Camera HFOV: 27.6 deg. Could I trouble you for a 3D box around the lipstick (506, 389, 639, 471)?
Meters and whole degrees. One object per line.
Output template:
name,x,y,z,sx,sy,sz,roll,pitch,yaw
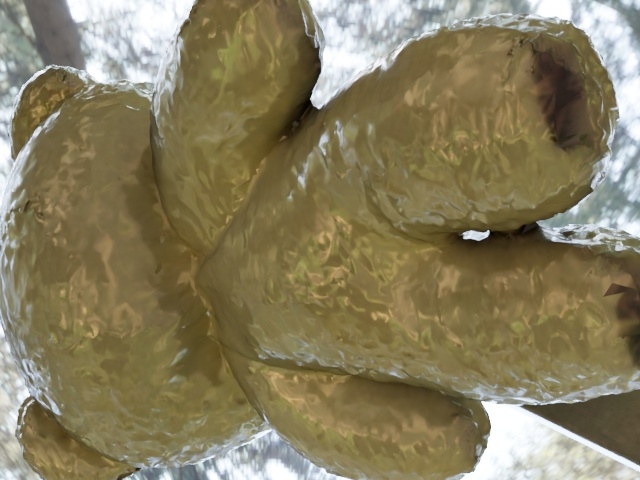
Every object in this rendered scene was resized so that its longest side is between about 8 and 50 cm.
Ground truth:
lipstick,0.121,0.057,0.597,0.317,0.066,0.068,26,-95,16

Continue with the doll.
doll,0.002,0.004,0.471,0.149,0.278,0.175,4,-98,-47
